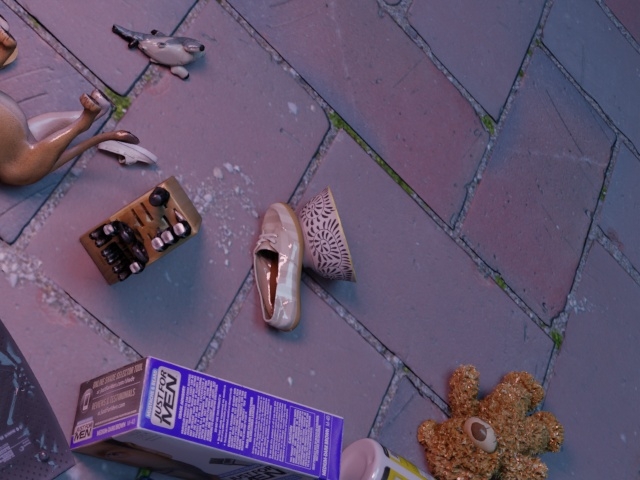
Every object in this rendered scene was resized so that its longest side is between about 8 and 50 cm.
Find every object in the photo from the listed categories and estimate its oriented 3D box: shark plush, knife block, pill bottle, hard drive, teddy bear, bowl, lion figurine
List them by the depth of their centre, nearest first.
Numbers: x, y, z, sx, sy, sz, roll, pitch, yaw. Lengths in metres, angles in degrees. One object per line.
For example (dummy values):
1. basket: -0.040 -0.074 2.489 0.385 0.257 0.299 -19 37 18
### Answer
1. hard drive: -0.440 0.217 1.447 0.172 0.054 0.254 -31 94 -45
2. lion figurine: -0.445 -0.159 1.525 0.392 0.240 0.142 39 8 -43
3. knife block: -0.221 -0.034 1.622 0.276 0.242 0.088 -40 101 -45
4. pill bottle: 0.125 0.415 1.827 0.208 0.119 0.119 36 51 -25
5. shark plush: -0.266 -0.319 1.863 0.161 0.073 0.067 4 48 -20
6. bowl: 0.000 0.000 1.903 0.170 0.080 0.170 -17 90 -90
7. teddy bear: 0.328 0.338 2.051 0.338 0.113 0.245 8 65 -40

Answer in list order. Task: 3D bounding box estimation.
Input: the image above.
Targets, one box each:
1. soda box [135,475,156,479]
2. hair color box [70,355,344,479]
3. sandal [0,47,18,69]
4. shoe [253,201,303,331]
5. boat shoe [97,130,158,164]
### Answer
1. soda box: -0.208 0.427 1.535 0.067 0.071 0.210 -32 97 -24
2. hair color box: -0.154 0.271 1.590 0.339 0.185 0.110 24 59 -32
3. sandal: -0.512 -0.256 1.571 0.240 0.079 0.088 -32 95 -45
4. shoe: -0.070 0.038 1.844 0.058 0.076 0.219 13 66 -44
5. boat shoe: -0.298 -0.134 1.748 0.100 0.035 0.035 26 83 -37
